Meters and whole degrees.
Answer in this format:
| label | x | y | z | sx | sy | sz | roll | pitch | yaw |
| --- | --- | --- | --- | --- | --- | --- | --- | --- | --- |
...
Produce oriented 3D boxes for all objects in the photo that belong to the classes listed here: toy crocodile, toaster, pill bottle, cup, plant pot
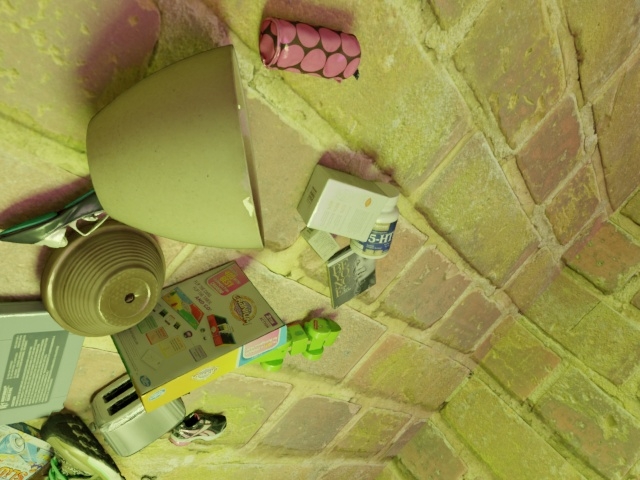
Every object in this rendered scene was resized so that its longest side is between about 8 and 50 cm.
| label | x | y | z | sx | sy | sz | roll | pitch | yaw |
| --- | --- | --- | --- | --- | --- | --- | --- | --- | --- |
| toy crocodile | -0.082 | 0.286 | 1.496 | 0.341 | 0.105 | 0.115 | -7 | 128 | -32 |
| toaster | -0.429 | 0.399 | 1.249 | 0.227 | 0.129 | 0.146 | -31 | 137 | -16 |
| pill bottle | 0.147 | -0.055 | 1.381 | 0.112 | 0.112 | 0.186 | -16 | 133 | -32 |
| cup | -0.232 | -0.134 | 0.853 | 0.237 | 0.331 | 0.330 | -8 | 134 | -3 |
| plant pot | -0.385 | 0.088 | 0.987 | 0.237 | 0.110 | 0.237 | -25 | 127 | -39 |

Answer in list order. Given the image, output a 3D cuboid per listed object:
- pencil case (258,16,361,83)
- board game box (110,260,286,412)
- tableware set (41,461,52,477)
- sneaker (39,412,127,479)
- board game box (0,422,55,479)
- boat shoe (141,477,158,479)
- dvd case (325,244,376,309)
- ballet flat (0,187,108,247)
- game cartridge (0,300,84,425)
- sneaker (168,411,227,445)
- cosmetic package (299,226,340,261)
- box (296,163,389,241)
| label | x | y | z | sx | sy | sz | roll | pitch | yaw |
| --- | --- | --- | --- | --- | --- | --- | --- | --- | --- |
| pencil case | -0.021 | -0.356 | 0.988 | 0.210 | 0.095 | 0.098 | -3 | 141 | -38 |
| board game box | -0.268 | 0.190 | 1.119 | 0.317 | 0.242 | 0.064 | -22 | 137 | -26 |
| tableware set | -0.641 | 0.581 | 1.278 | 0.168 | 0.020 | 0.141 | -50 | 157 | 4 |
| sneaker | -0.567 | 0.559 | 1.196 | 0.182 | 0.158 | 0.410 | -35 | 140 | -28 |
| board game box | -0.689 | 0.467 | 1.147 | 0.136 | 0.035 | 0.201 | -38 | 141 | -10 |
| boat shoe | -0.499 | 0.722 | 1.548 | 0.035 | 0.035 | 0.100 | -54 | 146 | -36 |
| dvd case | 0.095 | 0.094 | 1.540 | 0.165 | 0.018 | 0.221 | -29 | 138 | -20 |
| ballet flat | -0.439 | -0.030 | 0.901 | 0.203 | 0.074 | 0.074 | -32 | 139 | -20 |
| game cartridge | -0.587 | 0.242 | 1.029 | 0.198 | 0.062 | 0.297 | 6 | 119 | -40 |
| sneaker | -0.341 | 0.527 | 1.489 | 0.178 | 0.072 | 0.077 | -3 | 115 | -47 |
| cosmetic package | 0.000 | 0.000 | 1.353 | 0.060 | 0.041 | 0.115 | -42 | 142 | -5 |
| box | 0.052 | -0.088 | 1.247 | 0.171 | 0.091 | 0.130 | 15 | 114 | -28 |
